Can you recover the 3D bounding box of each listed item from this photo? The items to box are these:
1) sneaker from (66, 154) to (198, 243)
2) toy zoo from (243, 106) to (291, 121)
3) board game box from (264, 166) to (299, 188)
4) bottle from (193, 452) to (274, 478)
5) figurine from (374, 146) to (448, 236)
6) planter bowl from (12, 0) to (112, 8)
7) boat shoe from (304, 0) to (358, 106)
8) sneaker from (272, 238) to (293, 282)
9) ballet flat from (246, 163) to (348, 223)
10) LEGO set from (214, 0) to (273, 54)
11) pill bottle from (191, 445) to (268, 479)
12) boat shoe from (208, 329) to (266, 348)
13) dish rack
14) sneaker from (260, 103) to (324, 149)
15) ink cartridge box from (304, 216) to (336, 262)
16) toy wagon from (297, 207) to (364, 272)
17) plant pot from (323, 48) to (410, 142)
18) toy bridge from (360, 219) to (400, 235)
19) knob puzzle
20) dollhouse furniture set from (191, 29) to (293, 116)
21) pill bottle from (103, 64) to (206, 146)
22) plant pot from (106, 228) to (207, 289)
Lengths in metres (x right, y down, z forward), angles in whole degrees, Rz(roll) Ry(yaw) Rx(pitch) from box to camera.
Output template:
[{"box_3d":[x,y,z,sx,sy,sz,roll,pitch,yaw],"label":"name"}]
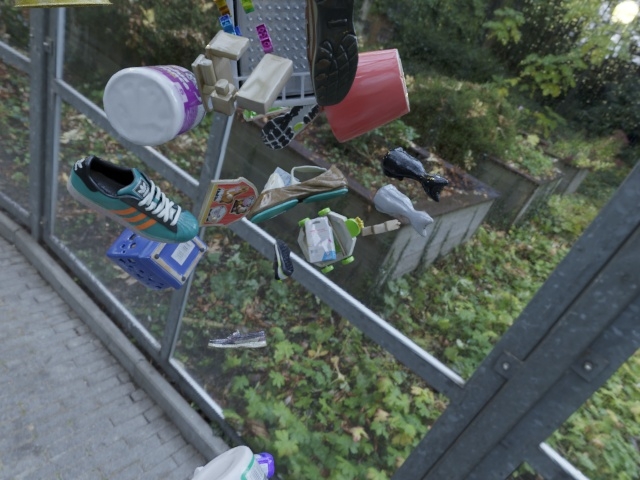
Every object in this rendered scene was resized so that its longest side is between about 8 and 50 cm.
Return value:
[{"box_3d":[-0.410,-0.088,0.918,0.302,0.121,0.108,28,54,-29],"label":"sneaker"},{"box_3d":[-0.159,-0.544,1.362,0.193,0.293,0.030,-25,70,-27],"label":"toy zoo"},{"box_3d":[-0.136,-0.198,1.410,0.090,0.090,0.020,32,-12,-3],"label":"board game box"},{"box_3d":[-0.315,0.847,1.468,0.283,0.118,0.092,12,56,-35],"label":"bottle"},{"box_3d":[0.270,-0.137,1.196,0.092,0.214,0.209,-22,47,-32],"label":"figurine"},{"box_3d":[-0.629,-0.614,0.962,0.218,0.090,0.217,-2,29,1],"label":"planter bowl"},{"box_3d":[0.020,-0.502,0.981,0.123,0.323,0.119,-13,42,-18],"label":"boat shoe"},{"box_3d":[-0.190,0.090,1.802,0.084,0.097,0.234,33,27,-33],"label":"sneaker"},{"box_3d":[-0.079,-0.157,1.211,0.343,0.116,0.124,-20,84,-19],"label":"ballet flat"},{"box_3d":[-0.170,-0.463,0.802,0.087,0.227,0.093,-20,3,2],"label":"LEGO set"},{"box_3d":[-0.183,0.751,1.036,0.360,0.204,0.204,59,35,1],"label":"pill bottle"},{"box_3d":[-0.414,0.492,2.003,0.286,0.092,0.103,-1,-12,-2],"label":"boat shoe"},{"box_3d":[-0.104,-0.526,1.055,0.286,0.332,0.072,-11,44,-18],"label":"dish rack"},{"box_3d":[-0.091,-0.418,1.437,0.107,0.279,0.118,61,32,-9],"label":"sneaker"},{"box_3d":[0.000,0.000,1.695,0.105,0.181,0.061,-10,-9,13],"label":"ink cartridge box"},{"box_3d":[0.058,-0.013,1.821,0.267,0.345,0.068,64,30,-2],"label":"toy wagon"},{"box_3d":[0.148,-0.476,1.286,0.244,0.274,0.275,-11,23,17],"label":"plant pot"},{"box_3d":[0.173,-0.036,1.097,0.063,0.026,0.188,-12,-1,-17],"label":"toy bridge"},{"box_3d":[-0.261,-0.107,1.206,0.213,0.213,0.030,-9,50,-44],"label":"knob puzzle"},{"box_3d":[-0.134,-0.262,0.717,0.151,0.123,0.144,19,61,9],"label":"dollhouse furniture set"},{"box_3d":[-0.381,-0.344,0.992,0.170,0.169,0.301,18,24,-6],"label":"pill bottle"},{"box_3d":[-0.568,0.037,1.449,0.212,0.236,0.235,2,52,35],"label":"plant pot"}]
